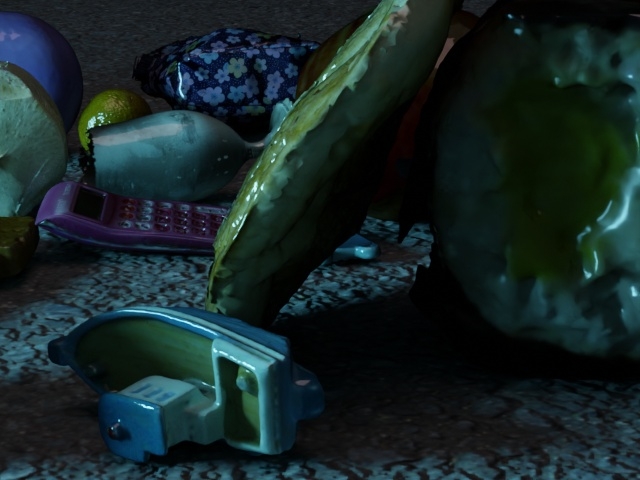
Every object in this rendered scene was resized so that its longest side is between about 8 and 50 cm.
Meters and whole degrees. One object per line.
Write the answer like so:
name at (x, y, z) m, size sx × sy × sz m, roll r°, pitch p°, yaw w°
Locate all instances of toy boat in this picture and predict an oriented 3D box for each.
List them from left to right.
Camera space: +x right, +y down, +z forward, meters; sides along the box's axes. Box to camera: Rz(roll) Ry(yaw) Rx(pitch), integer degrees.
toy boat at (-0.105, 0.096, 1.135) m, size 0.215 × 0.088 × 0.102 m, roll 14°, pitch 26°, yaw 38°

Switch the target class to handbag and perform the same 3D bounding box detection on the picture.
handbag at (-0.108, -0.203, 2.088) m, size 0.229 × 0.126 × 0.208 m, roll -7°, pitch 11°, yaw -19°

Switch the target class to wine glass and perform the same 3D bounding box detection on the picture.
wine glass at (-0.135, -0.089, 1.743) m, size 0.222 × 0.103 × 0.103 m, roll -7°, pitch 17°, yaw -19°

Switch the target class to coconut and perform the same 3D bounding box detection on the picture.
coconut at (-0.332, -0.093, 1.680) m, size 0.161 × 0.161 × 0.162 m, roll -1°, pitch 19°, yaw -2°

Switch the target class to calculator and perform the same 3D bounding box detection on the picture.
calculator at (-0.173, -0.016, 1.603) m, size 0.190 × 0.034 × 0.126 m, roll 8°, pitch 15°, yaw -6°
calculator at (0.000, 0.000, 1.581) m, size 0.094 × 0.019 × 0.141 m, roll -7°, pitch 16°, yaw -21°

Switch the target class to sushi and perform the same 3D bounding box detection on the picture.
sushi at (0.210, -0.058, 1.302) m, size 0.281 × 0.299 × 0.294 m, roll 24°, pitch 20°, yaw 1°

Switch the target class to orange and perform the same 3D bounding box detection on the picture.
orange at (-0.233, -0.132, 1.931) m, size 0.085 × 0.085 × 0.095 m, roll 6°, pitch 11°, yaw 23°

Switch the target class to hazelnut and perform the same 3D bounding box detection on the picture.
hazelnut at (0.083, -0.128, 1.657) m, size 0.229 × 0.229 × 0.229 m, roll -1°, pitch 16°, yaw 0°

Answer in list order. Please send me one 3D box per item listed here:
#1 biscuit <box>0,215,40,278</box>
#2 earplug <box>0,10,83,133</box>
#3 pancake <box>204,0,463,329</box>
biscuit at (-0.372, 0.022, 1.481) m, size 0.301 × 0.043 × 0.278 m, roll -11°, pitch 17°, yaw -38°
earplug at (-0.492, -0.167, 1.877) m, size 0.456 × 0.215 × 0.215 m, roll -3°, pitch 16°, yaw -21°
pancake at (0.016, -0.074, 1.277) m, size 0.082 × 0.387 × 0.387 m, roll 29°, pitch 21°, yaw 4°
